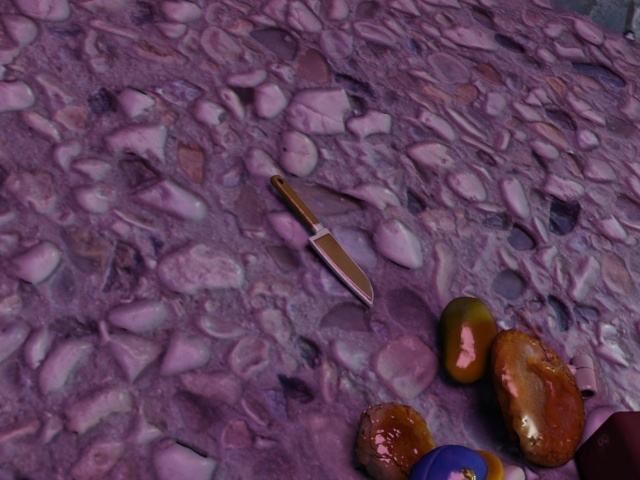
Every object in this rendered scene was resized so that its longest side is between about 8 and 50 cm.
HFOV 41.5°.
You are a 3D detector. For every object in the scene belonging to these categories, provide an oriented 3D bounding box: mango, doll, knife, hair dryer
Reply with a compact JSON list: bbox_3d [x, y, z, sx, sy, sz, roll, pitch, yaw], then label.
[{"bbox_3d":[0.289,0.197,1.647,0.122,0.085,0.191,23,54,-25],"label":"mango"},{"bbox_3d":[0.256,0.418,1.347,0.311,0.159,0.243,-33,95,-46],"label":"doll"},{"bbox_3d":[-0.001,0.000,1.700,0.061,0.027,0.343,-26,70,-44],"label":"knife"},{"bbox_3d":[0.492,0.267,1.713,0.137,0.047,0.082,14,48,-8],"label":"hair dryer"}]

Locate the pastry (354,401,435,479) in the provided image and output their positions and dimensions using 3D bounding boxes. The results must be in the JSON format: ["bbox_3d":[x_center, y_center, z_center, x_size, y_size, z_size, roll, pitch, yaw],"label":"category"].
[{"bbox_3d":[0.128,0.346,1.432,0.153,0.081,0.153,14,49,-17],"label":"pastry"}]

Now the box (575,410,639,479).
[{"bbox_3d":[0.629,0.424,1.554,0.294,0.193,0.167,6,42,-22],"label":"box"}]

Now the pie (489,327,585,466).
[{"bbox_3d":[0.408,0.290,1.593,0.273,0.069,0.273,23,54,-36],"label":"pie"}]
